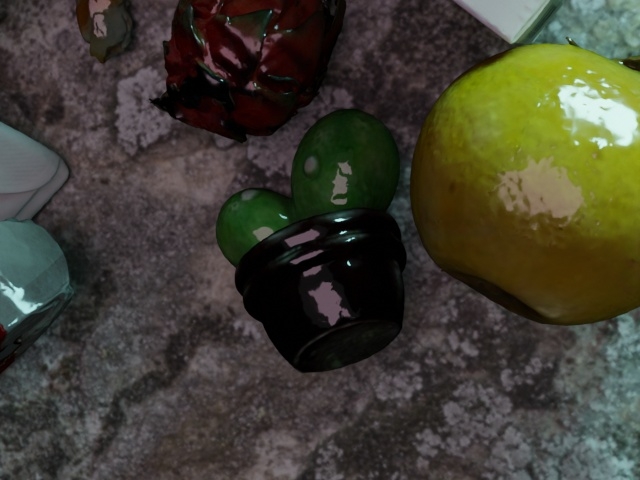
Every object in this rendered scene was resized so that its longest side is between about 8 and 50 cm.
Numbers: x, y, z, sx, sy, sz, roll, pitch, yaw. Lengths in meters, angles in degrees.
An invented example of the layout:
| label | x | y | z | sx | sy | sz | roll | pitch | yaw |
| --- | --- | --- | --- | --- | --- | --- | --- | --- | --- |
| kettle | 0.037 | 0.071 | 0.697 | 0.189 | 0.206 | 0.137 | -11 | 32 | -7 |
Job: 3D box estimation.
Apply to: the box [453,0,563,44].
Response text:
| label | x | y | z | sx | sy | sz | roll | pitch | yaw |
| --- | --- | --- | --- | --- | --- | --- | --- | --- | --- |
| box | 0.075 | -0.312 | 1.155 | 0.343 | 0.200 | 0.065 | 39 | 106 | 5 |

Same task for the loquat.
| label | x | y | z | sx | sy | sz | roll | pitch | yaw |
| --- | --- | --- | --- | --- | --- | --- | --- | --- | --- |
| loquat | 0.227 | -0.056 | 1.116 | 0.274 | 0.275 | 0.275 | 1 | 97 | 12 |

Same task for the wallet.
| label | x | y | z | sx | sy | sz | roll | pitch | yaw |
| --- | --- | --- | --- | --- | --- | --- | --- | --- | --- |
| wallet | -0.366 | -0.074 | 1.304 | 0.124 | 0.183 | 0.032 | -45 | 47 | 12 |

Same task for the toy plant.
| label | x | y | z | sx | sy | sz | roll | pitch | yaw |
| --- | --- | --- | --- | --- | --- | --- | --- | --- | --- |
| toy plant | 0.000 | 0.000 | 1.234 | 0.218 | 0.175 | 0.235 | -28 | 65 | 20 |

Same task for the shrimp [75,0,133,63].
| label | x | y | z | sx | sy | sz | roll | pitch | yaw |
| --- | --- | --- | --- | --- | --- | --- | --- | --- | --- |
| shrimp | -0.179 | -0.269 | 1.299 | 0.166 | 0.049 | 0.161 | 1 | 96 | 4 |

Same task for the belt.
| label | x | y | z | sx | sy | sz | roll | pitch | yaw |
| --- | --- | --- | --- | --- | --- | --- | --- | --- | --- |
| belt | -0.401 | 0.111 | 1.294 | 0.324 | 0.227 | 0.115 | -42 | 89 | 15 |

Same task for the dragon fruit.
| label | x | y | z | sx | sy | sz | roll | pitch | yaw |
| --- | --- | --- | --- | --- | --- | --- | --- | --- | --- |
| dragon fruit | -0.072 | -0.192 | 1.218 | 0.182 | 0.182 | 0.189 | 13 | 101 | 10 |
